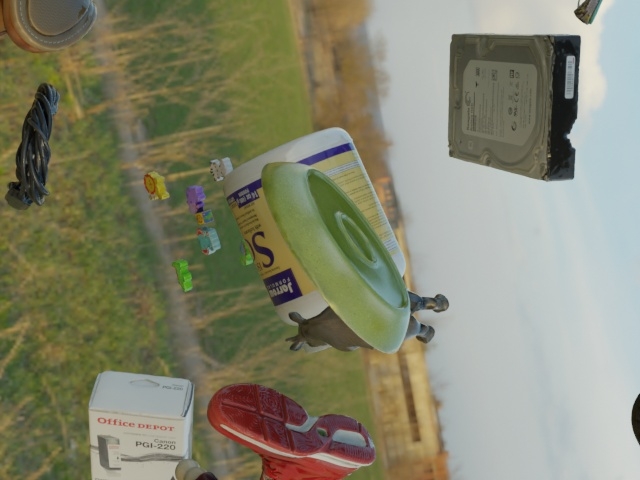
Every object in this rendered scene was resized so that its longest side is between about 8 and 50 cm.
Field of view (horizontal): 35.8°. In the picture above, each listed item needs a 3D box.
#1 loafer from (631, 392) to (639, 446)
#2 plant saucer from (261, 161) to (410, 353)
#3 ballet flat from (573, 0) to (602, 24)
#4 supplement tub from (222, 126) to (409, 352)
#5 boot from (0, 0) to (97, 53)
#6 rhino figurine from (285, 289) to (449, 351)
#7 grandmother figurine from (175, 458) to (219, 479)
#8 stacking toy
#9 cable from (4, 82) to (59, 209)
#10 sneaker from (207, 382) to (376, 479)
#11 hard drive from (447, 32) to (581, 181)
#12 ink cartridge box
[{"bbox_3d":[0.492,0.114,1.017,0.134,0.366,0.130,66,19,14],"label":"loafer"},{"bbox_3d":[0.027,0.008,1.044,0.241,0.037,0.241,50,16,-20],"label":"plant saucer"},{"bbox_3d":[0.398,-0.364,1.416,0.114,0.041,0.041,-58,174,0],"label":"ballet flat"},{"bbox_3d":[0.000,0.000,1.688,0.241,0.241,0.331,-16,82,-85],"label":"supplement tub"},{"bbox_3d":[-0.374,-0.267,1.135,0.109,0.220,0.283,44,27,-44],"label":"boot"},{"bbox_3d":[0.044,0.112,1.315,0.106,0.243,0.073,10,71,-49],"label":"rhino figurine"},{"bbox_3d":[-0.124,0.339,1.061,0.104,0.342,0.208,-10,87,-41],"label":"grandmother figurine"},{"bbox_3d":[-0.219,-0.035,1.820,0.052,0.167,0.221,-7,-79,50],"label":"stacking toy"},{"bbox_3d":[-0.336,-0.114,1.187,0.184,0.047,0.150,159,-56,-67],"label":"cable"},{"bbox_3d":[-0.055,0.242,1.107,0.221,0.128,0.087,26,32,-30],"label":"sneaker"},{"bbox_3d":[0.324,-0.241,1.721,0.339,0.064,0.237,-148,-124,-66],"label":"hard drive"},{"bbox_3d":[-0.291,0.328,1.621,0.092,0.158,0.218,-86,-178,-57],"label":"ink cartridge box"}]
